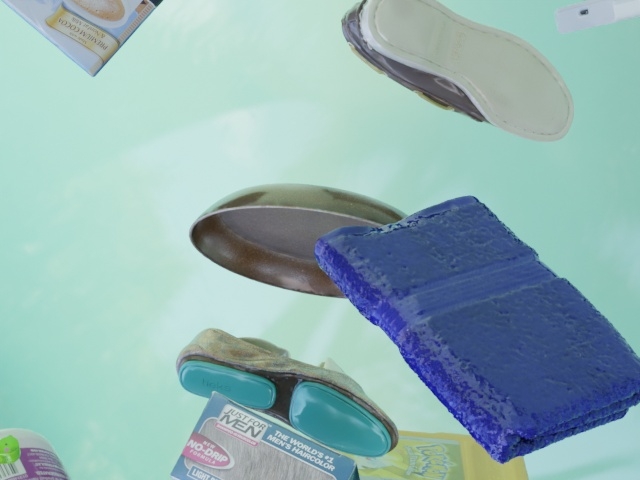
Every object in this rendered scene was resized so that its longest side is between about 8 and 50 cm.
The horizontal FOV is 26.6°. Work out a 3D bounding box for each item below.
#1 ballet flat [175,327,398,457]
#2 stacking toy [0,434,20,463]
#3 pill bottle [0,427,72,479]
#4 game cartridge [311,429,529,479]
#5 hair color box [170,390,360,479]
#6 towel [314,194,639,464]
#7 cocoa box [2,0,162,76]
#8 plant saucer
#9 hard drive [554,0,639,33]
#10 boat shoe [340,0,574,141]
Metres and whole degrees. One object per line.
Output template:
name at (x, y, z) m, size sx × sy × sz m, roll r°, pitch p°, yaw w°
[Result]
ballet flat at (-0.035, 0.191, 1.826) m, size 0.316 × 0.106 × 0.108 m, roll 22°, pitch 125°, yaw 2°
stacking toy at (-0.389, 0.233, 1.375) m, size 0.221 × 0.052 × 0.167 m, roll 11°, pitch 136°, yaw 11°
pill bottle at (-0.306, 0.362, 1.449) m, size 0.301 × 0.169 × 0.169 m, roll 53°, pitch 164°, yaw 33°
game cartridge at (0.141, 0.340, 1.986) m, size 0.285 × 0.323 × 0.053 m, roll -73°, pitch -15°, yaw -79°
hair color box at (-0.048, 0.292, 1.527) m, size 0.174 × 0.105 × 0.347 m, roll 24°, pitch 162°, yaw 13°
towel at (0.160, 0.085, 1.348) m, size 0.308 × 0.227 × 0.076 m, roll 47°, pitch 138°, yaw 35°
cocoa box at (-0.373, -0.428, 1.798) m, size 0.347 × 0.228 × 0.231 m, roll 41°, pitch -177°, yaw -28°
plant saucer at (0.000, 0.000, 1.615) m, size 0.310 × 0.050 × 0.310 m, roll 9°, pitch 160°, yaw 3°
hard drive at (0.502, -0.340, 1.863) m, size 0.203 × 0.307 × 0.040 m, roll -161°, pitch 58°, yaw -78°
boat shoe at (0.175, -0.216, 1.709) m, size 0.324 × 0.117 × 0.096 m, roll 24°, pitch 169°, yaw -23°
